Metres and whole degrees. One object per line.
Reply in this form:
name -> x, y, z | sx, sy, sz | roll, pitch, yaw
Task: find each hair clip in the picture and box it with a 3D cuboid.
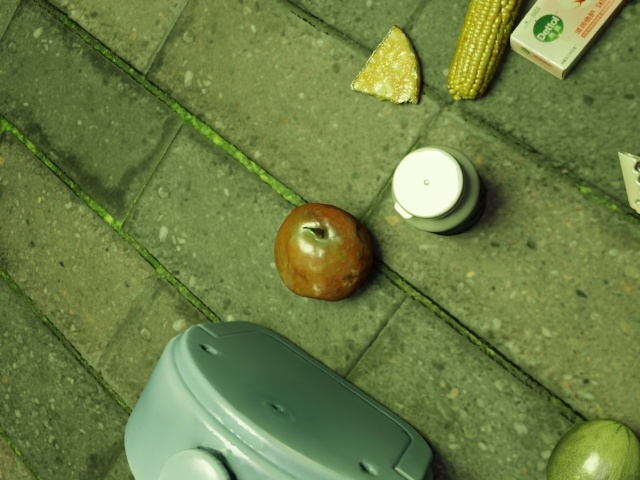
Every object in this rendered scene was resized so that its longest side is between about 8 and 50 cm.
hair clip -> 0.430, -0.013, 0.648 | 0.226, 0.034, 0.072 | 55, 132, 19

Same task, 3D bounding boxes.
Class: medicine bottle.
medicine bottle -> 0.152, -0.062, 0.676 | 0.107, 0.191, 0.107 | -1, 88, 21

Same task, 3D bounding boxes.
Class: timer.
timer -> -0.063, 0.262, 0.652 | 0.395, 0.395, 0.173 | 32, 95, 19

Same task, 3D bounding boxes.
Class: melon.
melon -> 0.335, 0.278, 0.646 | 0.098, 0.098, 0.131 | 33, 95, 19

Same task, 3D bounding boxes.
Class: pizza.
pizza -> 0.095, -0.253, 0.795 | 0.108, 0.026, 0.123 | -14, 86, 23

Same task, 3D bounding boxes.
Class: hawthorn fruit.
hawthorn fruit -> 0.012, 0.005, 0.747 | 0.149, 0.149, 0.189 | 53, 147, 15

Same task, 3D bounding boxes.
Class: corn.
corn -> 0.228, -0.293, 0.722 | 0.068, 0.068, 0.207 | 22, 96, 20

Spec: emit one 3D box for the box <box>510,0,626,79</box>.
box -> 0.325, -0.290, 0.696 | 0.089, 0.043, 0.125 | 40, 102, 18
